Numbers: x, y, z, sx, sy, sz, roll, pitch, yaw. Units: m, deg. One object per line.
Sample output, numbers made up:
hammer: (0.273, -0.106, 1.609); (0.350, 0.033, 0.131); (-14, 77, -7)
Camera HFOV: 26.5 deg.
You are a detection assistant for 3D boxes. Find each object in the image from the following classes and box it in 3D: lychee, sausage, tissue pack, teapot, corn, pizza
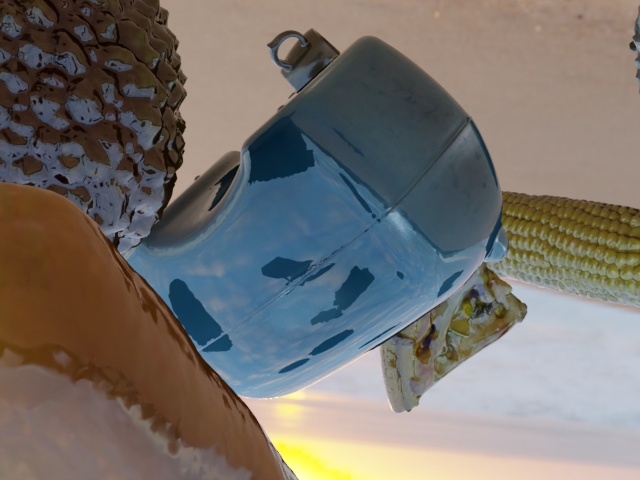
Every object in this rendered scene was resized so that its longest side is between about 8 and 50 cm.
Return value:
lychee: (-0.195, -0.091, 0.846); (0.271, 0.235, 0.236); (36, -171, 32)
sausage: (-0.059, 0.082, 0.400); (0.098, 0.098, 0.238); (0, 141, 28)
tissue pack: (0.000, 0.000, 1.059); (0.287, 0.206, 0.198); (-38, -174, 39)
teapot: (-0.010, -0.165, 1.351); (0.121, 0.068, 0.076); (36, -168, -42)
corn: (0.240, 0.002, 1.370); (0.310, 0.101, 0.101); (14, 179, 39)
pizza: (0.125, 0.075, 1.230); (0.176, 0.184, 0.036); (17, -178, -35)

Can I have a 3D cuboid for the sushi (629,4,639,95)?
sushi: (0.456, -0.209, 1.405); (0.219, 0.225, 0.238); (9, -154, -46)
